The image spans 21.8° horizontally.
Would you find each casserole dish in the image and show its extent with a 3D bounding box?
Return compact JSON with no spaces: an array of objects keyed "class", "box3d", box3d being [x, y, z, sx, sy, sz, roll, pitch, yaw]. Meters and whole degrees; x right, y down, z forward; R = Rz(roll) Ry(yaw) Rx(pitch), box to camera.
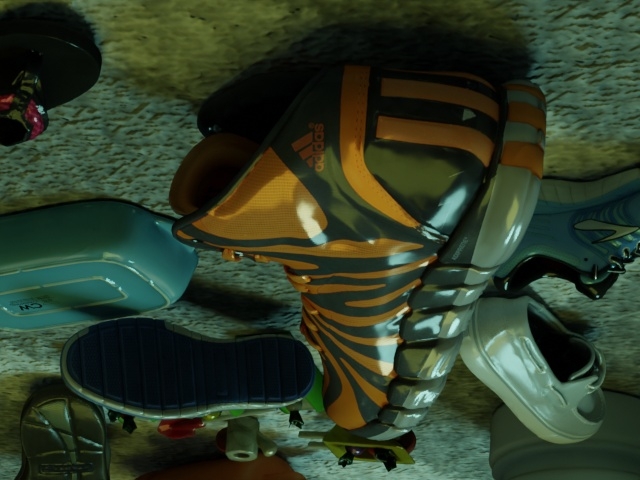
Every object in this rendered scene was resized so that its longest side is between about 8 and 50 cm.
[{"class":"casserole dish","box3d":[-0.169,0.022,1.078,0.188,0.037,0.114,-9,151,24]}]

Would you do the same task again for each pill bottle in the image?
[{"class":"pill bottle","box3d":[0.198,0.269,1.259,0.161,0.283,0.161,2,154,1]}]

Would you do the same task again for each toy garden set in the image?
[{"class":"toy garden set","box3d":[-0.047,0.136,1.281,0.244,0.049,0.204,-5,153,16]}]

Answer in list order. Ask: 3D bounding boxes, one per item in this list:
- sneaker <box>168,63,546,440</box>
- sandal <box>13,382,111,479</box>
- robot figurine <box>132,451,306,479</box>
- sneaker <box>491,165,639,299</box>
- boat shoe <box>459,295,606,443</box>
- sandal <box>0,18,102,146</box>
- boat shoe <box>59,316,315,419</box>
[{"class":"sneaker","box3d":[0.000,0.000,0.948,0.180,0.125,0.321,11,142,-6]},{"class":"sandal","box3d":[-0.218,0.175,1.378,0.090,0.060,0.219,0,140,-8]},{"class":"robot figurine","box3d":[-0.093,0.254,1.436,0.219,0.128,0.158,-13,-168,29]},{"class":"sneaker","box3d":[0.172,0.003,0.961,0.162,0.073,0.063,-7,152,20]},{"class":"boat shoe","box3d":[0.162,0.087,1.155,0.063,0.066,0.184,-14,140,32]},{"class":"sandal","box3d":[-0.178,-0.068,0.890,0.067,0.040,0.179,24,147,-35]},{"class":"boat shoe","box3d":[-0.096,0.094,1.122,0.183,0.066,0.066,8,161,-30]}]
